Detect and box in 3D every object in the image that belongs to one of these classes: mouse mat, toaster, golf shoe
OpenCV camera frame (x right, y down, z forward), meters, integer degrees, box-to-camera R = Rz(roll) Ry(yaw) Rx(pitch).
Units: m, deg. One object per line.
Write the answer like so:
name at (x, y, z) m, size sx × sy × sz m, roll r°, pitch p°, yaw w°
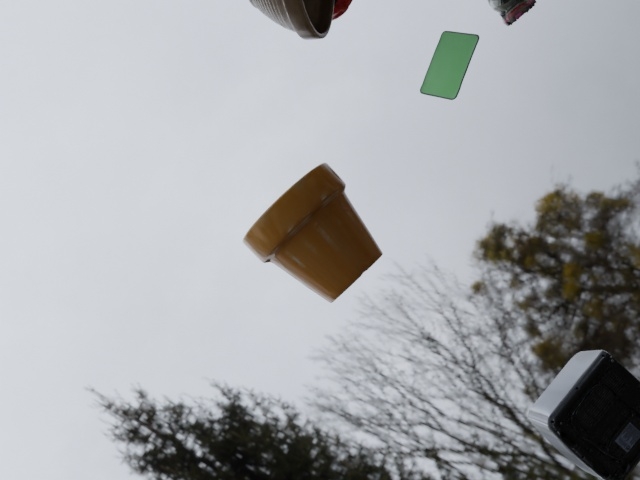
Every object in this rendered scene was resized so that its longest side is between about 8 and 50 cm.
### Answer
mouse mat at (0.356, -0.486, 2.313) m, size 0.007 × 0.153 × 0.189 m, roll 16°, pitch -83°, yaw -38°
toaster at (0.459, 0.298, 1.382) m, size 0.185 × 0.168 × 0.110 m, roll -49°, pitch 2°, yaw -9°
golf shoe at (0.292, -0.393, 1.307) m, size 0.086 × 0.067 × 0.186 m, roll 48°, pitch -159°, yaw -7°

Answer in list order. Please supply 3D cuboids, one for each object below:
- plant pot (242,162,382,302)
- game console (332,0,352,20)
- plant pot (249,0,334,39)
plant pot at (0.000, 0.000, 1.468) m, size 0.205 × 0.188 × 0.205 m, roll -43°, pitch -3°, yaw -3°
game console at (-0.021, -0.626, 1.495) m, size 0.386 × 0.342 × 0.060 m, roll -55°, pitch -12°, yaw 31°
plant pot at (-0.059, -0.437, 1.330) m, size 0.237 × 0.110 × 0.237 m, roll -1°, pitch -90°, yaw -74°
